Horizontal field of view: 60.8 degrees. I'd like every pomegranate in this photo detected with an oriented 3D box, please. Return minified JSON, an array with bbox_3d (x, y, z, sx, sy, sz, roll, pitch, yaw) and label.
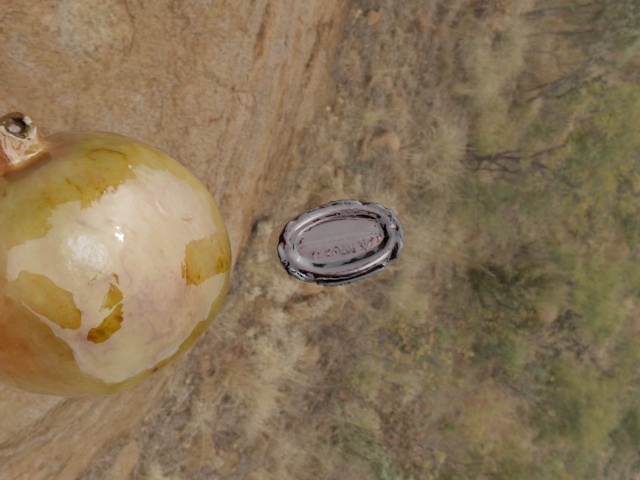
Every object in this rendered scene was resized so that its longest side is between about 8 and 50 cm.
[{"bbox_3d":[-0.219,0.005,0.505,0.252,0.229,0.270,-52,128,-47],"label":"pomegranate"}]

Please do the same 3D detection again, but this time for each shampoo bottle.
[{"bbox_3d":[0.000,0.000,0.671,0.323,0.129,0.084,-172,-111,-84],"label":"shampoo bottle"}]
